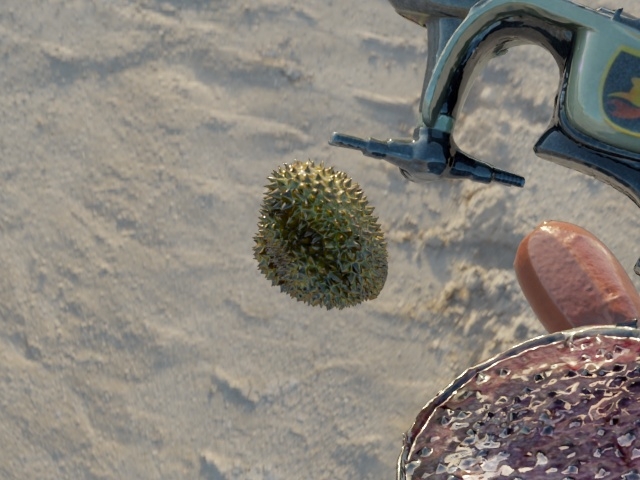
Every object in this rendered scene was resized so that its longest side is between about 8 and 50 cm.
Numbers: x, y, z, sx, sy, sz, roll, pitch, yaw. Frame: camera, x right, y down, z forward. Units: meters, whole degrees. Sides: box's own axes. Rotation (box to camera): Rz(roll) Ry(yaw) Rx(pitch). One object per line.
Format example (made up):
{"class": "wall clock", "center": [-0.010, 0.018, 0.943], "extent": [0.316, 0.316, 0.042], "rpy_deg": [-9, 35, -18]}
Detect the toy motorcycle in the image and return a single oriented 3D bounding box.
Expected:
{"class": "toy motorcycle", "center": [0.135, -0.076, 0.588], "extent": [0.263, 0.091, 0.157], "rpy_deg": [27, 91, 17]}

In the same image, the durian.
{"class": "durian", "center": [0.000, 0.000, 1.114], "extent": [0.137, 0.158, 0.168], "rpy_deg": [-40, 86, -11]}

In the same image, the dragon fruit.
{"class": "dragon fruit", "center": [0.162, 0.158, 0.567], "extent": [0.223, 0.148, 0.218], "rpy_deg": [-21, 26, -5]}

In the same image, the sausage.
{"class": "sausage", "center": [0.364, 0.078, 1.486], "extent": [0.148, 0.148, 0.254], "rpy_deg": [-19, 64, -16]}
